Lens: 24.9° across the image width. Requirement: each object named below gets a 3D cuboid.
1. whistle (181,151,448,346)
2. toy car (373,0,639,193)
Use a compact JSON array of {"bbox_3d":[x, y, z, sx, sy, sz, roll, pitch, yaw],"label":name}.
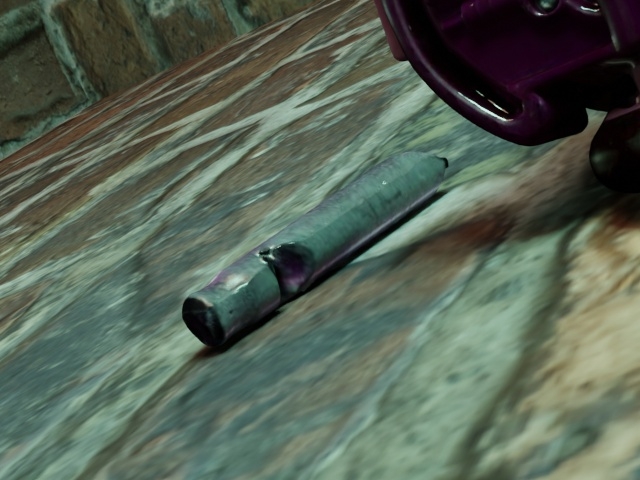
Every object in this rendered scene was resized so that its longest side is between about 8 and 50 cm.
[{"bbox_3d":[0.000,0.000,0.739,0.176,0.033,0.033,-36,15,-35],"label":"whistle"},{"bbox_3d":[0.194,-0.183,0.615,0.341,0.271,0.240,-19,0,32],"label":"toy car"}]
